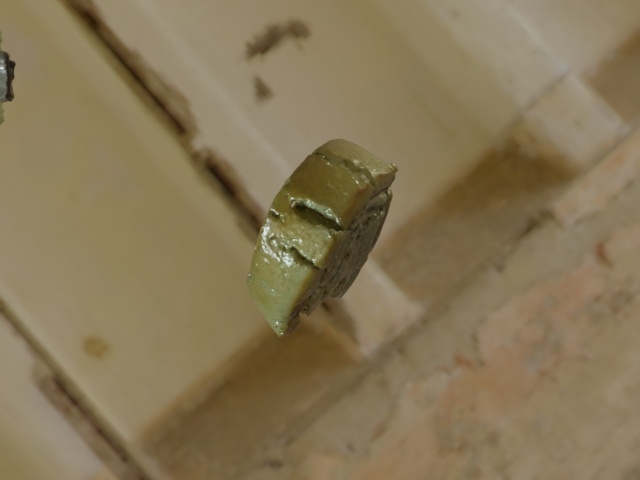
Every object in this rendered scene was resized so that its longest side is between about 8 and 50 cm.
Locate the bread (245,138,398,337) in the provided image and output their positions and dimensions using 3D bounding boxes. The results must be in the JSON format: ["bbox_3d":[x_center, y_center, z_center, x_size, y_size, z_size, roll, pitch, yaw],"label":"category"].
[{"bbox_3d":[0.000,0.000,1.261,0.117,0.064,0.156,-44,-17,-31],"label":"bread"}]

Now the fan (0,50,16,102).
[{"bbox_3d":[-0.259,-0.094,0.686,0.011,0.335,0.229,-24,-58,-61],"label":"fan"}]

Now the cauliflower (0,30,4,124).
[{"bbox_3d":[-0.385,-0.120,1.373,0.275,0.250,0.272,107,-172,-75],"label":"cauliflower"}]
